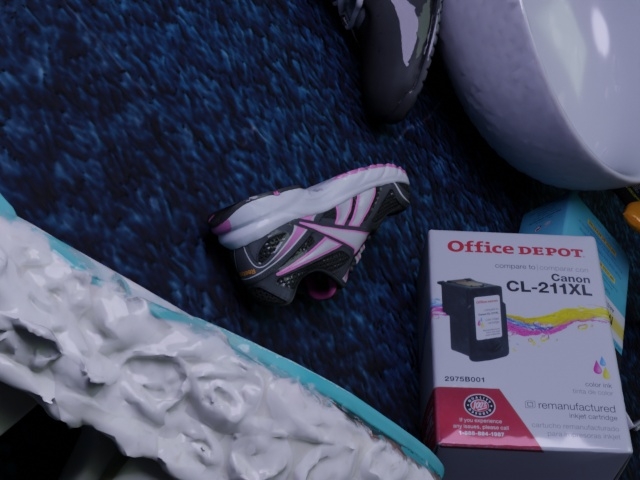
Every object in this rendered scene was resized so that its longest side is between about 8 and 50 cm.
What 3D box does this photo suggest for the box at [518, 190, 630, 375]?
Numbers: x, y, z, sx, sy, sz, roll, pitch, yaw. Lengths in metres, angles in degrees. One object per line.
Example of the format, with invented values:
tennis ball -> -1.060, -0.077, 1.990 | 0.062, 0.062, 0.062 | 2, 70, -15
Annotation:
box -> 0.213, 0.065, 0.838 | 0.100, 0.060, 0.244 | 47, 37, -16

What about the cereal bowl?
cereal bowl -> 0.206, -0.206, 0.900 | 0.339, 0.141, 0.339 | 16, 68, -46

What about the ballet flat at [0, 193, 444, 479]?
ballet flat -> -0.122, 0.065, 0.417 | 0.409, 0.147, 0.147 | 36, 42, -23

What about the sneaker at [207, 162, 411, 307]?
sneaker -> 0.000, 0.000, 0.644 | 0.178, 0.072, 0.077 | -18, 91, -45

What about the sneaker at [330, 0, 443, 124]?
sneaker -> 0.020, -0.256, 0.809 | 0.146, 0.122, 0.331 | 2, 75, -16

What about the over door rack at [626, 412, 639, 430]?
over door rack -> 0.440, 0.135, 0.910 | 0.324, 0.239, 0.108 | 12, 51, -46

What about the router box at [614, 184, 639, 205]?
router box -> 0.375, -0.092, 1.159 | 0.122, 0.038, 0.092 | 42, 40, -21

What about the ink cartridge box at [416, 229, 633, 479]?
ink cartridge box -> 0.135, 0.081, 0.674 | 0.127, 0.072, 0.175 | 2, 53, 0

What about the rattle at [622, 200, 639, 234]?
rattle -> 0.325, 0.049, 0.929 | 0.142, 0.200, 0.130 | -16, 66, -27

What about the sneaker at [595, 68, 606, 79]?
sneaker -> 0.300, -0.219, 1.117 | 0.087, 0.092, 0.229 | 34, 42, -28
